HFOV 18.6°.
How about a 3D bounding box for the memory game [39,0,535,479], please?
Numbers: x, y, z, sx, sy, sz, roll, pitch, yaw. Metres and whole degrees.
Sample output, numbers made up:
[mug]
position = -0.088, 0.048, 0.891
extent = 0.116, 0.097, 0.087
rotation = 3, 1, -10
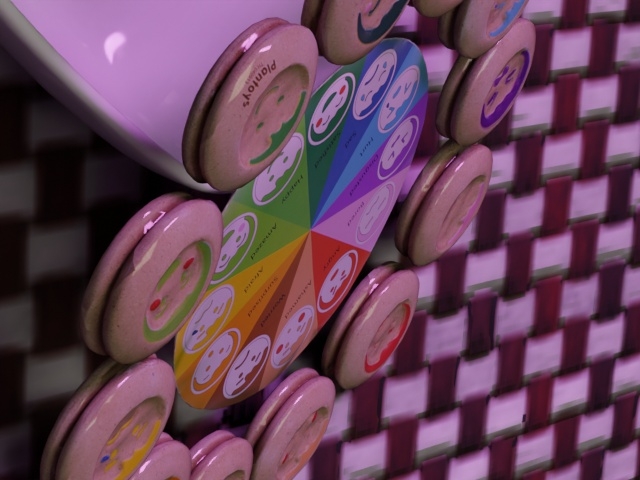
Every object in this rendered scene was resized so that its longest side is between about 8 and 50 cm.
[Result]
[memory game]
position = 0.000, 0.000, 0.448
extent = 0.186, 0.012, 0.186
rotation = -49, 158, -27

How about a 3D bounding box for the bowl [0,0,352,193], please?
[bowl]
position = -0.033, -0.098, 0.406
extent = 0.142, 0.053, 0.142
rotation = -56, 136, -17
